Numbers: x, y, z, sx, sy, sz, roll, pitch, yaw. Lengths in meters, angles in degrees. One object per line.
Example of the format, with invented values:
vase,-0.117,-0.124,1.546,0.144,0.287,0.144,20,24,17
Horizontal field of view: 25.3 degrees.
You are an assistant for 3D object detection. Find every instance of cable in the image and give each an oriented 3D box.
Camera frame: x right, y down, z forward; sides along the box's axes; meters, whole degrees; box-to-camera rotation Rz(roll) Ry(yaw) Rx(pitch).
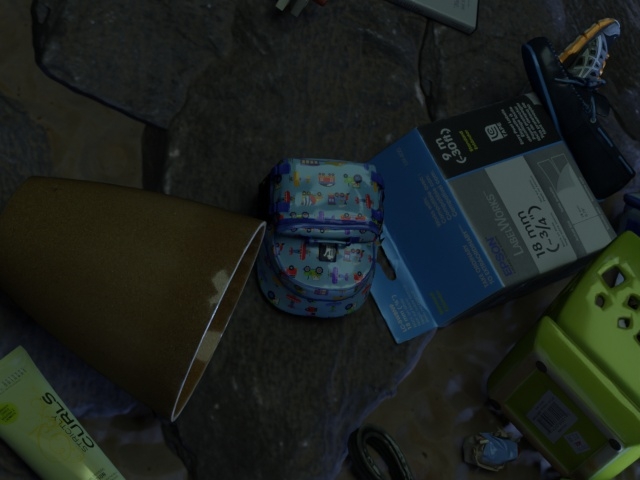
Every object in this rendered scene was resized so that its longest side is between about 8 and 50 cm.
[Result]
cable,0.131,0.338,1.652,0.140,0.072,0.287,-4,68,-36

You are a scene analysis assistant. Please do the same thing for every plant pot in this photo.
plant pot,0.349,0.164,1.758,0.207,0.228,0.227,-37,77,-29
plant pot,-0.221,0.035,1.542,0.254,0.237,0.237,25,55,3

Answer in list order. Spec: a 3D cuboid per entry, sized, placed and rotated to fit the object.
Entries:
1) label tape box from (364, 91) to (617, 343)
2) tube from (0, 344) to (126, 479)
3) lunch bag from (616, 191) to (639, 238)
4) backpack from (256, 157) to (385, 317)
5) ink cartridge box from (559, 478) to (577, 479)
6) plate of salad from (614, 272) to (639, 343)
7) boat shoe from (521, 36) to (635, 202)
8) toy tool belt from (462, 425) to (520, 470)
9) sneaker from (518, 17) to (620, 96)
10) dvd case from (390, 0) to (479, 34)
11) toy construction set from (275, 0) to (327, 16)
label tape box,0.196,-0.035,1.856,0.334,0.106,0.240,-19,76,-35
tube,-0.273,0.224,1.502,0.240,0.062,0.070,48,13,6
lunch bag,0.520,-0.003,1.951,0.176,0.219,0.090,5,104,-24
backpack,0.000,0.000,1.719,0.158,0.117,0.173,7,69,-10
ink cartridge box,0.376,0.416,1.671,0.189,0.097,0.255,12,34,-23
plate of salad,0.495,0.104,1.985,0.200,0.048,0.199,12,61,-23
boat shoe,0.358,-0.179,1.978,0.258,0.089,0.109,60,6,-30
toy tool belt,0.220,0.256,1.755,0.083,0.051,0.052,7,63,-26
sneaker,0.375,-0.246,2.080,0.083,0.084,0.215,46,64,-1
dvd case,0.120,-0.415,2.059,0.253,0.022,0.180,19,58,-19
toy construction set,-0.080,-0.459,1.892,0.327,0.151,0.215,47,28,-10
